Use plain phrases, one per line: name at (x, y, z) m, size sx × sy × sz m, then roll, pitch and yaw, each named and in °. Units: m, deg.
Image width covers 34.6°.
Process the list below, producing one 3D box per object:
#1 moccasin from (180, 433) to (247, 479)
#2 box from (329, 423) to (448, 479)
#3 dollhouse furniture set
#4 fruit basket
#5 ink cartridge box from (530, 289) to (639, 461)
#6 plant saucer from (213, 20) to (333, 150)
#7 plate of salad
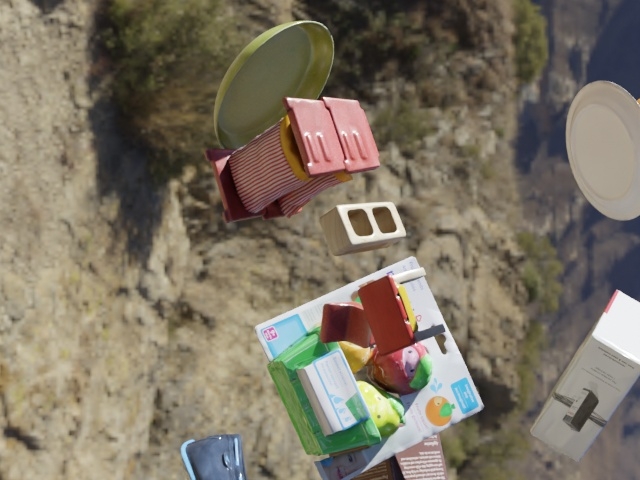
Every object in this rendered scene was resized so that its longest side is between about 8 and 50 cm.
moccasin at (-0.107, 0.430, 1.536) m, size 0.137 × 0.117 × 0.342 m, roll 97°, pitch -29°, yaw -57°
box at (0.138, 0.473, 2.036) m, size 0.168 × 0.167 × 0.203 m, roll 9°, pitch 65°, yaw -45°
dollhouse furniture set at (0.000, 0.000, 1.465) m, size 0.152 × 0.201 × 0.374 m, roll -8°, pitch 74°, yaw -45°
fruit basket at (0.098, 0.238, 1.900) m, size 0.327 × 0.353 × 0.165 m, roll 66°, pitch -14°, yaw 4°
ink cartridge box at (0.534, 0.262, 1.982) m, size 0.197 × 0.114 × 0.273 m, roll -40°, pitch 158°, yaw -52°
plant saucer at (-0.077, -0.236, 1.559) m, size 0.241 × 0.037 × 0.241 m, roll -38°, pitch 155°, yaw -21°
plate of salad at (0.413, -0.127, 1.442) m, size 0.200 × 0.048 × 0.199 m, roll 164°, pitch -90°, yaw -70°
